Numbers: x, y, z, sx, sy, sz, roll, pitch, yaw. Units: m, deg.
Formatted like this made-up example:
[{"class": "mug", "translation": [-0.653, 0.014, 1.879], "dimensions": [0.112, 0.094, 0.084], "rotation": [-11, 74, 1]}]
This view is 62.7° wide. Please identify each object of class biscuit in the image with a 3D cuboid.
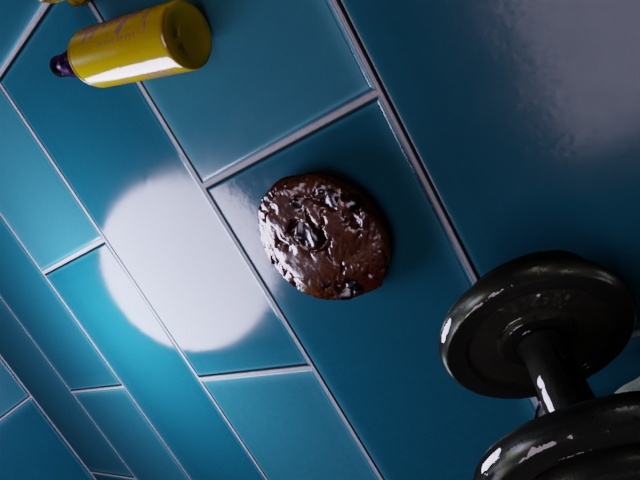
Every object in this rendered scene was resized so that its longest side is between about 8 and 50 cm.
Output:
[{"class": "biscuit", "translation": [0.000, 0.000, 0.667], "dimensions": [0.192, 0.049, 0.192], "rotation": [21, 133, 24]}]

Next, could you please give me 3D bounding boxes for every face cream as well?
[{"class": "face cream", "translation": [-0.261, -0.241, 0.674], "dimensions": [0.273, 0.078, 0.078], "rotation": [4, 121, 34]}]

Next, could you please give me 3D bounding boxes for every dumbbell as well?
[{"class": "dumbbell", "translation": [0.211, 0.135, 0.458], "dimensions": [0.192, 0.290, 0.192], "rotation": [-2, 130, -2]}]

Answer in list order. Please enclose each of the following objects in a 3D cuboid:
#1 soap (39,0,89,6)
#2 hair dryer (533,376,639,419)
[{"class": "soap", "translation": [-0.215, -0.386, 0.573], "dimensions": [0.339, 0.304, 0.169], "rotation": [-16, 106, 0]}, {"class": "hair dryer", "translation": [0.353, 0.190, 0.552], "dimensions": [0.167, 0.067, 0.199], "rotation": [40, 120, -5]}]
